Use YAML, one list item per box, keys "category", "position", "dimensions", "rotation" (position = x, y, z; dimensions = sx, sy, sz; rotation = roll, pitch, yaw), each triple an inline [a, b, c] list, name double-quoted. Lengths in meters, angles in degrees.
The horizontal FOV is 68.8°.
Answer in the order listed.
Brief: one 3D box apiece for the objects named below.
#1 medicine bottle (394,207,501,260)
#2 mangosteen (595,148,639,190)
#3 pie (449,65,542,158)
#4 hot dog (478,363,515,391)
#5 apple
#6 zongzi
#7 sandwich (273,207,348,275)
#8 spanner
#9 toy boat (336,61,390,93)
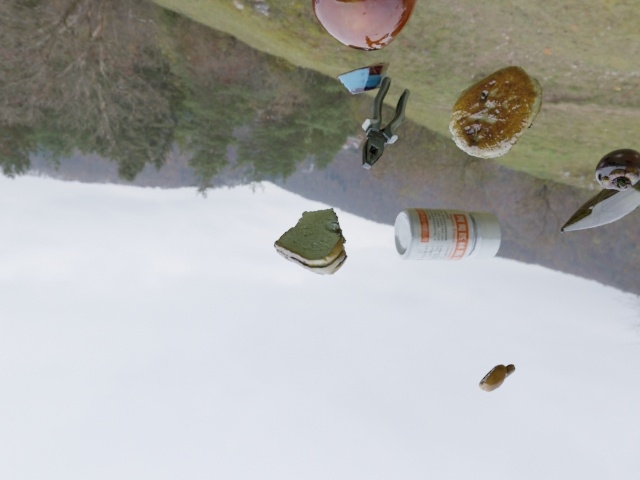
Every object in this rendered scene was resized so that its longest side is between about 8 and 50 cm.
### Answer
- category: "medicine bottle"
  position: [0.498, -0.022, 1.854]
  dimensions: [0.372, 0.211, 0.211]
  rotation: [1, -168, -10]
- category: "mangosteen"
  position: [0.875, -0.198, 1.362]
  dimensions: [0.140, 0.140, 0.140]
  rotation: [10, -170, -2]
- category: "pie"
  position: [0.565, -0.419, 1.540]
  dimensions: [0.092, 0.315, 0.315]
  rotation: [14, -175, -45]
- category: "hot dog"
  position: [0.624, 0.482, 1.652]
  dimensions: [0.060, 0.140, 0.090]
  rotation: [43, 161, 13]
- category: "apple"
  position: [0.102, -0.514, 0.983]
  dimensions: [0.230, 0.229, 0.230]
  rotation: [10, -170, -2]
- category: "zongzi"
  position: [0.955, -0.116, 1.580]
  dimensions: [0.242, 0.112, 0.221]
  rotation: [-21, 160, -5]
- category: "sandwich"
  position: [0.000, 0.000, 0.624]
  dimensions: [0.105, 0.093, 0.035]
  rotation: [28, 157, 44]
- category: "spanner"
  position: [0.161, -0.300, 1.197]
  dimensions: [0.096, 0.324, 0.040]
  rotation: [29, 146, -10]
- category: "toy boat"
  position: [0.138, -0.470, 1.340]
  dimensions: [0.136, 0.079, 0.392]
  rotation: [-9, -163, 19]
